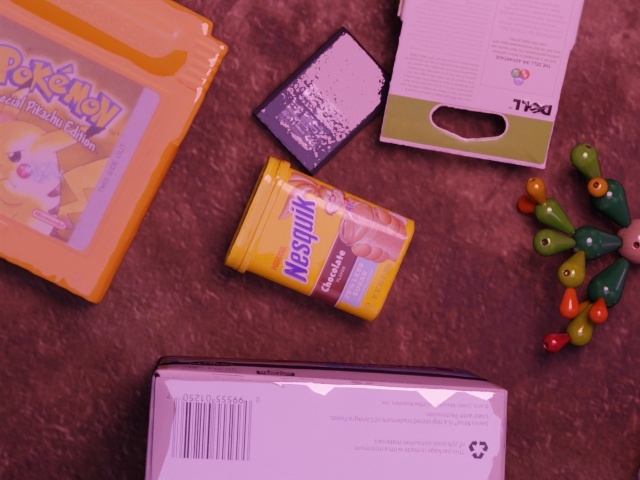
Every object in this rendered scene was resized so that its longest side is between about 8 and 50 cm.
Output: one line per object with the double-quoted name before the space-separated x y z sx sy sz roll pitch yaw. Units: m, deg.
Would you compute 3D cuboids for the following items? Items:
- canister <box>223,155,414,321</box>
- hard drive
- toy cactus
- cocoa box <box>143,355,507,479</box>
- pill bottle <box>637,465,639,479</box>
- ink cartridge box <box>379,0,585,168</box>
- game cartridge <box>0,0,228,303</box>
"canister" 0.000 0.000 1.695 0.169 0.073 0.126 23 93 -6
"hard drive" 0.008 -0.149 1.718 0.135 0.022 0.094 -44 94 -2
"toy cactus" 0.301 0.007 1.717 0.180 0.112 0.219 -3 89 -23
"cocoa box" -0.003 0.241 1.622 0.347 0.228 0.232 3 91 -4
"pill bottle" 0.459 0.157 1.687 0.161 0.161 0.283 24 89 -4
"ink cartridge box" 0.169 -0.222 1.695 0.188 0.097 0.255 9 107 -4
"game cartridge" -0.286 -0.138 1.684 0.285 0.052 0.324 26 90 -4
